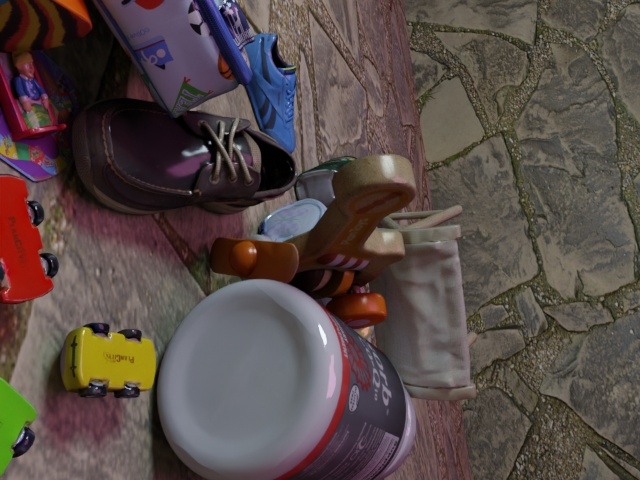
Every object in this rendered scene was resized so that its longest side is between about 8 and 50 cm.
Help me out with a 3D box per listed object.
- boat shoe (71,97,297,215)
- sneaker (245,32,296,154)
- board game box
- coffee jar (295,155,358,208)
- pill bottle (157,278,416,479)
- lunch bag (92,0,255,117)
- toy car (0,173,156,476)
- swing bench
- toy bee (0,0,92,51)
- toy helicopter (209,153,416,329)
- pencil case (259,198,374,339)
[{"bbox_3d":[-0.133,-0.103,0.708,0.355,0.130,0.132,-10,88,-70],"label":"boat shoe"},{"bbox_3d":[-0.071,-0.242,1.023,0.069,0.082,0.209,-68,143,-59],"label":"sneaker"},{"bbox_3d":[-0.260,-0.135,0.529,0.169,0.033,0.133,49,35,-52],"label":"board game box"},{"bbox_3d":[0.024,-0.114,1.180,0.184,0.096,0.079,-42,121,-66],"label":"coffee jar"},{"bbox_3d":[-0.013,0.200,0.750,0.363,0.210,0.210,45,39,-57],"label":"pill bottle"},{"bbox_3d":[-0.168,-0.275,0.603,0.243,0.115,0.303,65,-1,-37],"label":"lunch bag"},{"bbox_3d":[-0.232,0.100,0.449,0.225,0.053,0.239,-76,147,-48],"label":"toy car"},{"bbox_3d":[0.157,0.087,0.974,0.254,0.165,0.253,-36,120,-72],"label":"swing bench"},{"bbox_3d":[-0.279,-0.199,0.372,0.298,0.162,0.195,69,3,-62],"label":"toy bee"},{"bbox_3d":[0.000,0.000,0.720,0.355,0.235,0.140,123,-37,-61],"label":"toy helicopter"},{"bbox_3d":[0.002,0.062,0.998,0.124,0.113,0.273,-96,164,-50],"label":"pencil case"}]
